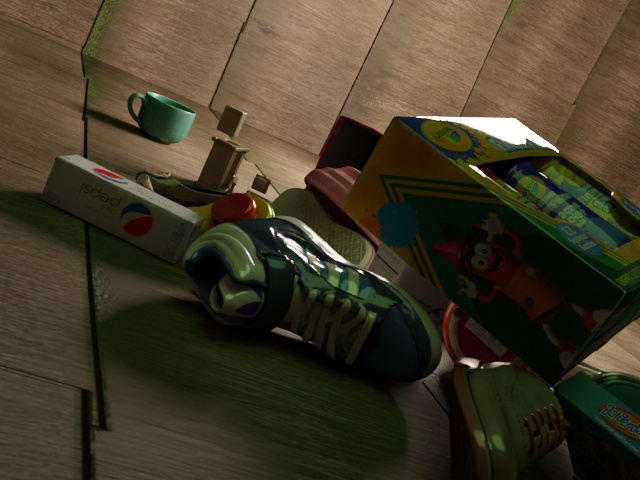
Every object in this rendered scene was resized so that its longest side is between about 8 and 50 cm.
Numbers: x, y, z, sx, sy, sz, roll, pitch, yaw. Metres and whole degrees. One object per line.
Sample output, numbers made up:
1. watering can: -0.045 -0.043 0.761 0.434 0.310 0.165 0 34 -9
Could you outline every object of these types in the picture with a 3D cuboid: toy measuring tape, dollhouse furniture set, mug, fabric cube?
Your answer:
1. toy measuring tape: -0.161 -0.043 1.317 0.121 0.121 0.330 13 17 -49
2. dollhouse furniture set: -0.149 -0.167 1.777 0.161 0.182 0.101 27 11 11
3. mug: -0.400 -0.303 2.084 0.158 0.097 0.129 24 11 -5
4. fabric cube: 0.145 -0.106 1.950 0.258 0.259 0.254 21 11 -29

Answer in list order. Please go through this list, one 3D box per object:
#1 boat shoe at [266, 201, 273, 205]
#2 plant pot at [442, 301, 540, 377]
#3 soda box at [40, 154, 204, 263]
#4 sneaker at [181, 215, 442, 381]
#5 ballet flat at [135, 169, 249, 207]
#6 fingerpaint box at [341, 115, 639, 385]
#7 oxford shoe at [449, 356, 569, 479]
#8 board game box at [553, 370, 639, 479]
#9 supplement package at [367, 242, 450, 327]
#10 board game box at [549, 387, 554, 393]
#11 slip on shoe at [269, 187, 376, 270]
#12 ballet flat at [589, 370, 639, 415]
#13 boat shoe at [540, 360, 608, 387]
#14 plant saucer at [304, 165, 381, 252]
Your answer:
1. boat shoe: -0.120 -0.056 1.690 0.142 0.049 0.040 14 20 -22
2. plant pot: 0.296 0.140 1.339 0.191 0.191 0.174 31 21 27
3. soda box: -0.282 -0.047 1.205 0.216 0.069 0.074 27 10 2
4. sneaker: -0.027 0.091 1.048 0.323 0.130 0.236 39 29 20
5. ballet flat: -0.224 -0.090 1.569 0.250 0.058 0.084 20 11 -28
6. fingerpaint box: 0.308 -0.020 1.228 0.371 0.163 0.445 41 27 23
7. oxford shoe: 0.208 0.194 0.923 0.130 0.123 0.348 0 7 11
8. board game box: 0.367 0.270 0.981 0.210 0.047 0.160 42 -22 56
9. supplement package: 0.138 0.068 1.309 0.105 0.179 0.105 19 12 -25
10. board game box: 0.445 0.295 1.342 0.186 0.026 0.126 34 13 39
11. slip on shoe: 0.000 0.000 1.558 0.331 0.123 0.101 36 -10 47
12. ballet flat: 0.501 0.308 1.181 0.400 0.139 0.139 31 10 -8
13. boat shoe: 0.428 0.216 1.519 0.258 0.084 0.095 29 12 19
14. plant saucer: 0.108 -0.024 1.601 0.332 0.084 0.332 46 -3 3
